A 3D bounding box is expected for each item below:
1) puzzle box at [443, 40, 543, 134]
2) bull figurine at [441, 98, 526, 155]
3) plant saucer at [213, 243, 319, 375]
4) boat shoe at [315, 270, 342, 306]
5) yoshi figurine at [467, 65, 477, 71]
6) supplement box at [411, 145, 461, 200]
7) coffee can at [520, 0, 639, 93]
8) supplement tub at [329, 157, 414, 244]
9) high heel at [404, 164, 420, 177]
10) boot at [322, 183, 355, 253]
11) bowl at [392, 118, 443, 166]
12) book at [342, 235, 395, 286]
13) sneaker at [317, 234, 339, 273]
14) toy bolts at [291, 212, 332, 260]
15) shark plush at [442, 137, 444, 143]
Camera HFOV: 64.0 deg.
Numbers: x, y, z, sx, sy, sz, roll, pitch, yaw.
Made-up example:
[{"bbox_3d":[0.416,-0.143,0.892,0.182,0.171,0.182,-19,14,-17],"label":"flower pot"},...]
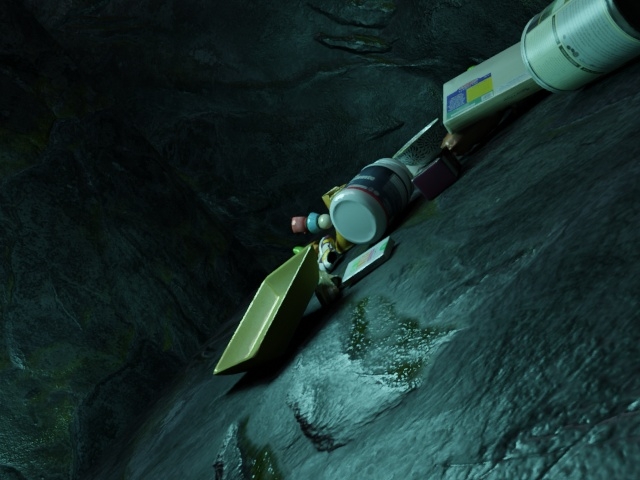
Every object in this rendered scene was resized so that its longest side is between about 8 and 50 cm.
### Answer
[{"bbox_3d":[0.564,-0.496,1.552,0.408,0.052,0.272,-24,33,31],"label":"puzzle box"},{"bbox_3d":[0.506,-0.370,1.639,0.310,0.101,0.188,-37,-3,-5],"label":"bull figurine"},{"bbox_3d":[-0.127,0.205,1.344,0.333,0.081,0.333,-37,22,55],"label":"plant saucer"},{"bbox_3d":[0.027,0.120,1.375,0.072,0.068,0.190,-29,17,6],"label":"boat shoe"},{"bbox_3d":[0.593,-0.514,1.815,0.203,0.203,0.362,-60,12,-17],"label":"yoshi figurine"},{"bbox_3d":[0.345,-0.201,1.508,0.104,0.081,0.188,-39,5,28],"label":"supplement box"},{"bbox_3d":[0.576,-0.445,1.048,0.201,0.201,0.275,-43,4,-11],"label":"coffee can"},{"bbox_3d":[0.170,-0.129,1.631,0.191,0.191,0.272,-37,6,47],"label":"supplement tub"},{"bbox_3d":[0.388,-0.283,2.136,0.261,0.093,0.186,-50,-16,18],"label":"high heel"},{"bbox_3d":[0.076,-0.080,1.865,0.104,0.211,0.295,-44,4,-37],"label":"boot"},{"bbox_3d":[0.299,-0.268,1.491,0.170,0.080,0.170,-41,4,4],"label":"bowl"},{"bbox_3d":[0.123,0.057,1.310,0.144,0.035,0.096,-38,10,31],"label":"book"},{"bbox_3d":[0.037,0.044,1.810,0.083,0.069,0.186,-34,31,39],"label":"sneaker"},{"bbox_3d":[0.000,0.000,2.054,0.158,0.229,0.218,-8,0,32],"label":"toy bolts"},{"bbox_3d":[0.516,-0.405,2.092,0.161,0.067,0.073,-45,5,-38],"label":"shark plush"}]
